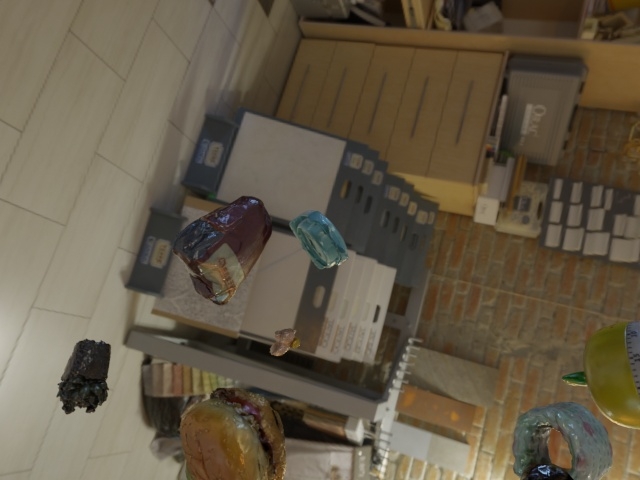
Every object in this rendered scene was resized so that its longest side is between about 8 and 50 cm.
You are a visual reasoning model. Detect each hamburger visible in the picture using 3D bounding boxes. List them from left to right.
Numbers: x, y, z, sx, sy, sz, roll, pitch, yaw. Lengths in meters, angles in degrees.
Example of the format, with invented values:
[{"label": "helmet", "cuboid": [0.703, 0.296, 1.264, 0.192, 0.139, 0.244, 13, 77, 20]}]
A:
[{"label": "hamburger", "cuboid": [-0.183, 0.427, 1.026, 0.163, 0.244, 0.245, -28, 129, -51]}]

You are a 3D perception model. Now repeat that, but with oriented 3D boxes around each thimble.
[{"label": "thimble", "cuboid": [0.548, 0.485, 1.150, 0.149, 0.185, 0.211, 6, 125, -36]}]

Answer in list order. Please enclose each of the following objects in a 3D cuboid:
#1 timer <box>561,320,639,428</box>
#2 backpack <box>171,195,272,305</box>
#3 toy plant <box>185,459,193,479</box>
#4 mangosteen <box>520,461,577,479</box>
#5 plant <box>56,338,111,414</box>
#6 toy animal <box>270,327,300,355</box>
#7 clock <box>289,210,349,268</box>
[{"label": "timer", "cuboid": [0.755, 0.347, 1.269, 0.285, 0.285, 0.286, 13, 90, -70]}, {"label": "backpack", "cuboid": [-0.280, 0.000, 1.501, 0.317, 0.197, 0.283, -51, 156, -26]}, {"label": "toy plant", "cuboid": [-0.301, 0.739, 1.538, 0.184, 0.224, 0.316, -49, 153, -39]}, {"label": "mangosteen", "cuboid": [0.394, 0.502, 0.789, 0.302, 0.274, 0.275, -91, -171, -78]}, {"label": "plant", "cuboid": [-0.467, 0.270, 0.983, 0.094, 0.092, 0.143, 24, 59, -43]}, {"label": "toy animal", "cuboid": [-0.136, 0.344, 1.741, 0.114, 0.091, 0.082, -26, 119, -13]}, {"label": "clock", "cuboid": [0.000, 0.000, 1.782, 0.094, 0.224, 0.274, -36, -171, -14]}]
